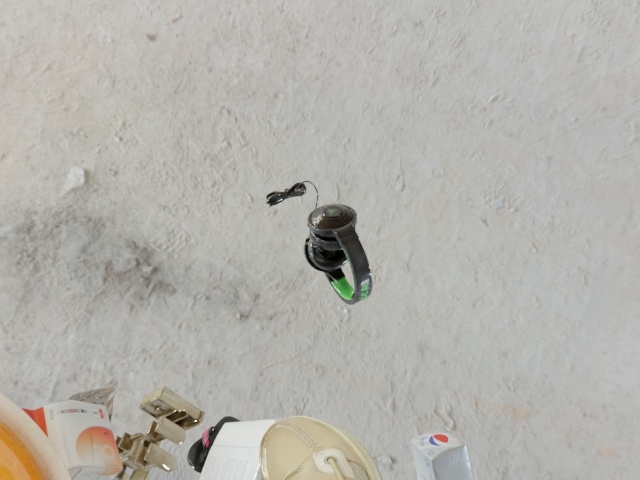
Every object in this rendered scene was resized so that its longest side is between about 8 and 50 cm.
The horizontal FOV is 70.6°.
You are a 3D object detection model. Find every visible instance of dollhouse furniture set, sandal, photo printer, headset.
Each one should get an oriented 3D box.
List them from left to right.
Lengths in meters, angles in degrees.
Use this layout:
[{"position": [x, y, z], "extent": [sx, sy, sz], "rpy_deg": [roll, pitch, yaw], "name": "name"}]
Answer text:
[{"position": [-0.449, 0.565, 1.267], "extent": [0.212, 0.242, 0.161], "rpy_deg": [-30, 119, 25], "name": "dollhouse furniture set"}, {"position": [-0.215, 0.409, 0.936], "extent": [0.067, 0.179, 0.040], "rpy_deg": [23, 106, 10], "name": "sandal"}, {"position": [-0.121, 0.417, 0.713], "extent": [0.107, 0.307, 0.256], "rpy_deg": [26, 58, -19], "name": "photo printer"}, {"position": [0.000, 0.000, 1.236], "extent": [0.185, 0.243, 0.394], "rpy_deg": [-19, 64, -17], "name": "headset"}]

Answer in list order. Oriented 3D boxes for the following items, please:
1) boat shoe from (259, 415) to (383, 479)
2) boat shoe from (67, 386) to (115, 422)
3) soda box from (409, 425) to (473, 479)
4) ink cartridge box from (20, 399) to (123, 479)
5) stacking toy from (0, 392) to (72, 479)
[{"position": [0.000, 0.243, 0.397], "extent": [0.098, 0.302, 0.109], "rpy_deg": [24, 89, -28], "name": "boat shoe"}, {"position": [-0.630, 0.488, 1.233], "extent": [0.123, 0.324, 0.116], "rpy_deg": [-5, 90, -15], "name": "boat shoe"}, {"position": [0.284, 0.574, 1.001], "extent": [0.091, 0.098, 0.286], "rpy_deg": [-15, 97, -17], "name": "soda box"}, {"position": [-0.426, 0.322, 0.745], "extent": [0.045, 0.179, 0.145], "rpy_deg": [-47, 47, 0], "name": "ink cartridge box"}, {"position": [-0.231, 0.187, 0.071], "extent": [0.351, 0.480, 0.350], "rpy_deg": [7, 73, -26], "name": "stacking toy"}]
